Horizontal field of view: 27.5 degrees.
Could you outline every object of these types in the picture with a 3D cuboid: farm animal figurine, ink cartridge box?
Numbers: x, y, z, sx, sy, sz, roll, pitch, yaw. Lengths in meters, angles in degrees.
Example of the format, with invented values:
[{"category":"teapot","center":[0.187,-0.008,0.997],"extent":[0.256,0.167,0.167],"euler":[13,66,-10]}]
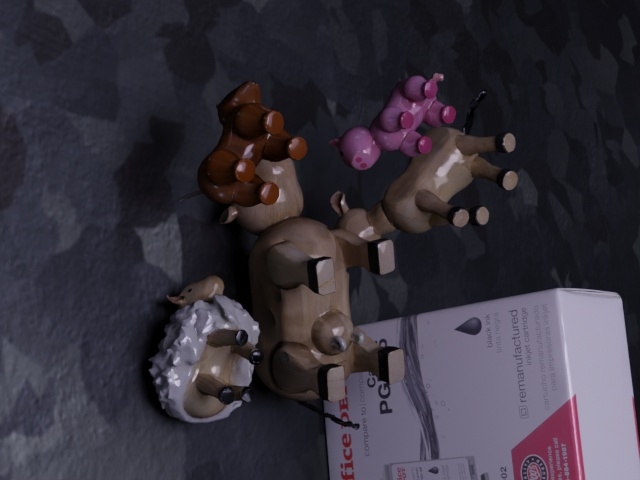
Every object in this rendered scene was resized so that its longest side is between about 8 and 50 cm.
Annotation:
[{"category":"farm animal figurine","center":[0.000,0.000,1.178],"extent":[0.330,0.172,0.326],"euler":[7,93,-38]},{"category":"ink cartridge box","center":[0.142,0.168,1.217],"extent":[0.117,0.283,0.207],"euler":[7,74,-48]}]
